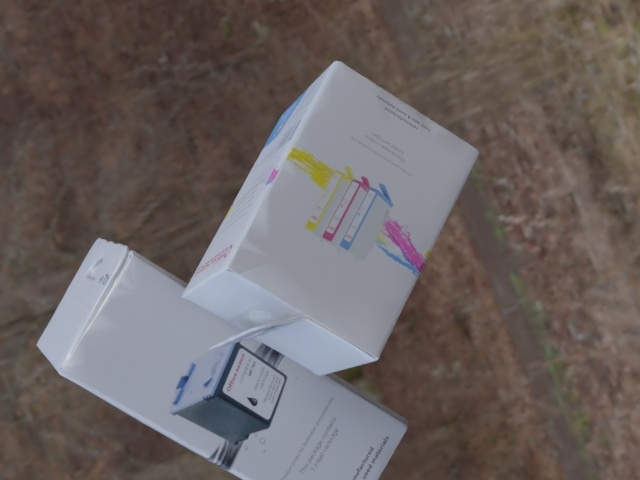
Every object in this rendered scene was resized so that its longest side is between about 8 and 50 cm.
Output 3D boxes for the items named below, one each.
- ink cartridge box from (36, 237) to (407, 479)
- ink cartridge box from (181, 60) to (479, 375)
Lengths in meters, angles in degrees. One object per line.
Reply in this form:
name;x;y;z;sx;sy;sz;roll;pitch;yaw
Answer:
ink cartridge box;-0.062;0.083;0.806;0.190;0.082;0.139;31;174;-15
ink cartridge box;0.000;0.000;0.700;0.090;0.143;0.092;31;161;-11
